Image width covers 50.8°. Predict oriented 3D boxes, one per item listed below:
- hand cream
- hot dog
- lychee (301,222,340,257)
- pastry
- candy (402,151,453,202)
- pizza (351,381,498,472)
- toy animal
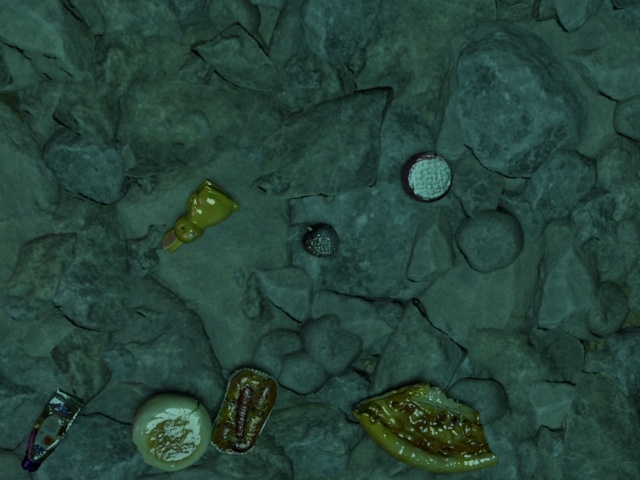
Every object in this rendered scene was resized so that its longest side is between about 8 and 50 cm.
[{"bbox_3d":[-0.524,0.371,1.303,0.062,0.039,0.163,30,93,0],"label":"hand cream"},{"bbox_3d":[-0.153,0.346,1.365,0.108,0.059,0.191,19,100,-11],"label":"hot dog"},{"bbox_3d":[0.000,0.000,1.317,0.083,0.068,0.067,35,135,-20],"label":"lychee"},{"bbox_3d":[-0.291,0.371,1.323,0.157,0.092,0.156,-4,106,-13],"label":"pastry"},{"bbox_3d":[0.214,-0.125,1.342,0.103,0.043,0.103,-2,103,-11],"label":"candy"},{"bbox_3d":[0.237,0.406,1.446,0.365,0.074,0.182,29,104,-17],"label":"pizza"},{"bbox_3d":[-0.232,-0.031,1.262,0.083,0.070,0.159,40,97,-18],"label":"toy animal"}]
